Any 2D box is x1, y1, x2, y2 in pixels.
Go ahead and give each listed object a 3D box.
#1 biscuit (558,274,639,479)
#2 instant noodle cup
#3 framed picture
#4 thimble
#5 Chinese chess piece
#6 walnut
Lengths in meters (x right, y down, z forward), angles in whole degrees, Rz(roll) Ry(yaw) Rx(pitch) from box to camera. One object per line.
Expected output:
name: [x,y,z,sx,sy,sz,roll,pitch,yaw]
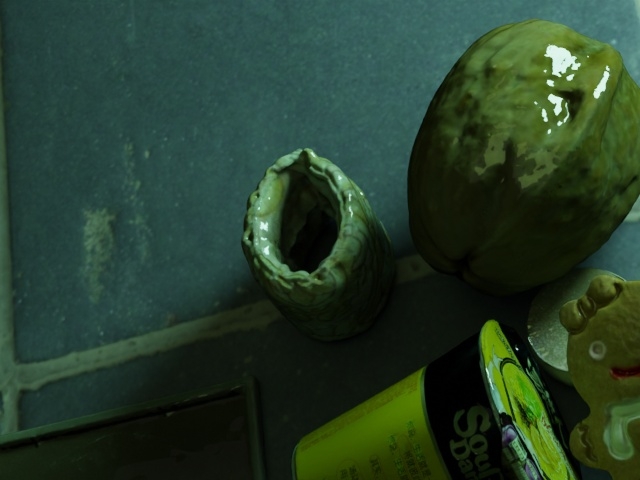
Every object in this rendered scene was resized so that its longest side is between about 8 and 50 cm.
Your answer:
biscuit: [0.312,0.148,1.592,0.184,0.035,0.249,-19,79,29]
instant noodle cup: [0.108,0.216,1.615,0.236,0.215,0.215,-26,58,18]
framed picture: [-0.212,0.292,1.801,0.335,0.022,0.247,-15,61,15]
thimble: [0.000,0.000,1.788,0.137,0.143,0.190,-9,62,19]
Chinese chess piece: [0.266,0.087,1.691,0.122,0.051,0.122,-10,62,20]
walnut: [0.206,-0.080,1.687,0.227,0.283,0.283,33,79,-2]
